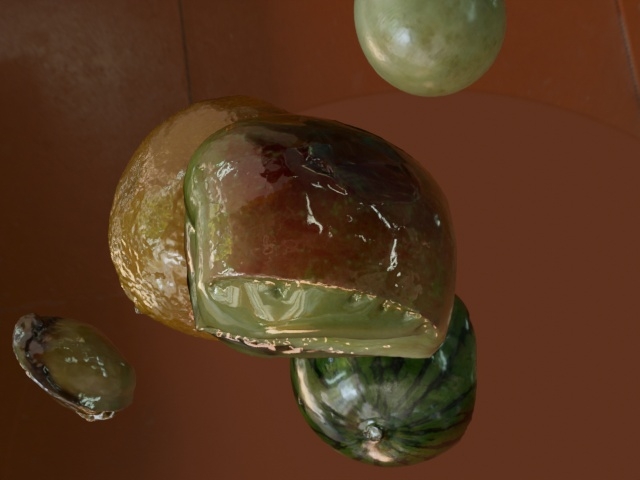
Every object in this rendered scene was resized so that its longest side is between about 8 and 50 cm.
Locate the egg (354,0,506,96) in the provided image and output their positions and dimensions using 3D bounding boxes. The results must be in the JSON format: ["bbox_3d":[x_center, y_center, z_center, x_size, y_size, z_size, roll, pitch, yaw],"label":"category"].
[{"bbox_3d":[0.156,-0.343,1.572,0.218,0.218,0.295,-12,44,3],"label":"egg"}]

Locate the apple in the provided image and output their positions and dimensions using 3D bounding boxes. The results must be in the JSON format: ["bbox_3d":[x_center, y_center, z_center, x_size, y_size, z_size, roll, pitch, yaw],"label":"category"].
[{"bbox_3d":[0.000,0.000,0.743,0.188,0.207,0.174,-1,92,-8],"label":"apple"}]

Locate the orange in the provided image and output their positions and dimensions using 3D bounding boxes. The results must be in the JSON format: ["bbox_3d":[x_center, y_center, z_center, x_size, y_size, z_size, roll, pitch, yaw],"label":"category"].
[{"bbox_3d":[-0.091,-0.018,1.081,0.264,0.264,0.264,-1,76,5],"label":"orange"}]

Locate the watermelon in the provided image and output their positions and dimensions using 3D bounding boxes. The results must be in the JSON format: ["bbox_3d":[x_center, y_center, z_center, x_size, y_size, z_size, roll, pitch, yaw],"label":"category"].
[{"bbox_3d":[0.088,0.220,1.656,0.330,0.189,0.331,3,108,10],"label":"watermelon"}]

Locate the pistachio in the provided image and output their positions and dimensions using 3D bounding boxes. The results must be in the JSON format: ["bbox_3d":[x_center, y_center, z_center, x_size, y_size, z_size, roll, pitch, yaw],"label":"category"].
[{"bbox_3d":[-0.373,0.188,1.610,0.210,0.165,0.130,41,113,-13],"label":"pistachio"}]
